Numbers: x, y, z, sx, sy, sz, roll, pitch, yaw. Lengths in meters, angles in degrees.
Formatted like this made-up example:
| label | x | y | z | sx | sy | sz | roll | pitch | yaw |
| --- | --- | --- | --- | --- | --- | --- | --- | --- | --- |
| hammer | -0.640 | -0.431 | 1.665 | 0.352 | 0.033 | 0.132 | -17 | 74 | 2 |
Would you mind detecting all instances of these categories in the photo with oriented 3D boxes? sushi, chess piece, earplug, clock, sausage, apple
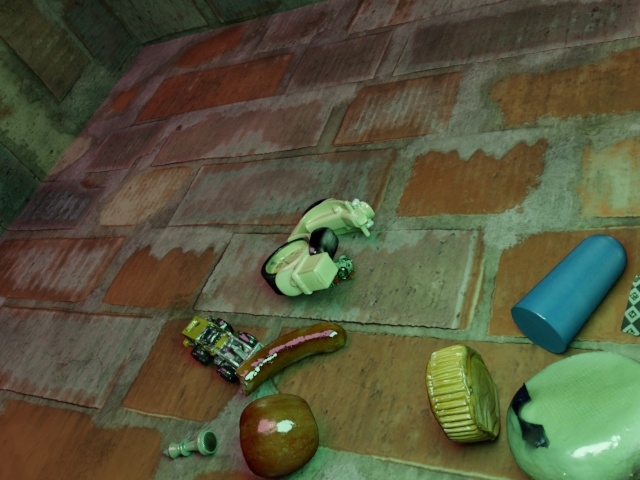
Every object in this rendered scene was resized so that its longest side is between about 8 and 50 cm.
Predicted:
| label | x | y | z | sx | sy | sz | roll | pitch | yaw |
| --- | --- | --- | --- | --- | --- | --- | --- | --- | --- |
| sushi | 0.672 | 0.141 | 1.247 | 0.126 | 0.026 | 0.120 | 19 | 96 | 49 |
| chess piece | -0.330 | 0.512 | 1.558 | 0.149 | 0.059 | 0.059 | -22 | 43 | 23 |
| earplug | 0.540 | 0.095 | 1.330 | 0.273 | 0.132 | 0.132 | -43 | 42 | -15 |
| clock | 0.000 | 0.000 | 1.728 | 0.276 | 0.120 | 0.379 | -12 | 35 | 42 |
| sausage | -0.079 | 0.282 | 1.566 | 0.302 | 0.076 | 0.103 | -28 | 41 | -5 |
| apple | -0.095 | 0.428 | 1.395 | 0.168 | 0.181 | 0.181 | -15 | 40 | -12 |

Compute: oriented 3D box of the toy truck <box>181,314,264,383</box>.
| label | x | y | z | sx | sy | sz | roll | pitch | yaw |
| --- | --- | --- | --- | --- | --- | --- | --- | --- | --- |
| toy truck | -0.254 | 0.285 | 1.675 | 0.286 | 0.111 | 0.136 | 18 | 61 | 39 |

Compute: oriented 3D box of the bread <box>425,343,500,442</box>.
| label | x | y | z | sx | sy | sz | roll | pitch | yaw |
| --- | --- | --- | --- | --- | --- | --- | --- | --- | --- |
| bread | 0.278 | 0.305 | 1.249 | 0.104 | 0.199 | 0.199 | -18 | 44 | 24 |

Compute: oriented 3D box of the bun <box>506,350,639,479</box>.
| label | x | y | z | sx | sy | sz | roll | pitch | yaw |
| --- | --- | --- | --- | --- | --- | --- | --- | --- | --- |
| bun | 0.480 | 0.340 | 1.100 | 0.293 | 0.187 | 0.293 | -26 | 18 | 9 |

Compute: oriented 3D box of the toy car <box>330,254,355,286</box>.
| label | x | y | z | sx | sy | sz | roll | pitch | yaw |
| --- | --- | --- | --- | --- | --- | --- | --- | --- | --- |
| toy car | 0.023 | 0.094 | 1.713 | 0.143 | 0.054 | 0.073 | -22 | 27 | 19 |
